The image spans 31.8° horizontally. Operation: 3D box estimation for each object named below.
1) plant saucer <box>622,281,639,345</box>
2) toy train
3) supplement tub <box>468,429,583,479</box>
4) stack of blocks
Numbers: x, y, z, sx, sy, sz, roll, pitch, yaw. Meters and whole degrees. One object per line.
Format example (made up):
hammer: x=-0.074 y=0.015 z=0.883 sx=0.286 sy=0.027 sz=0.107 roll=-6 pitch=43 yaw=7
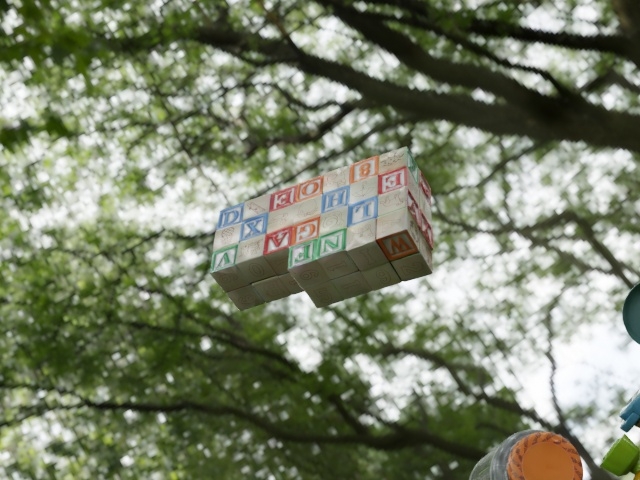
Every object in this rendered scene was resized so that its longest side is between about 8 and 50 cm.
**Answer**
plant saucer: x=0.546 y=0.119 z=1.820 sx=0.119 sy=0.119 sz=0.021 roll=-32 pitch=-2 yaw=-3
toy train: x=0.371 y=0.273 z=1.242 sx=0.248 sy=0.143 sz=0.105 roll=-43 pitch=-17 yaw=-41
supplement tub: x=0.264 y=0.311 z=1.441 sx=0.117 sy=0.117 sz=0.190 roll=-26 pitch=-17 yaw=-15
stack of blocks: x=0.000 y=0.000 z=1.534 sx=0.297 sy=0.171 sz=0.087 roll=-18 pitch=-50 yaw=20
